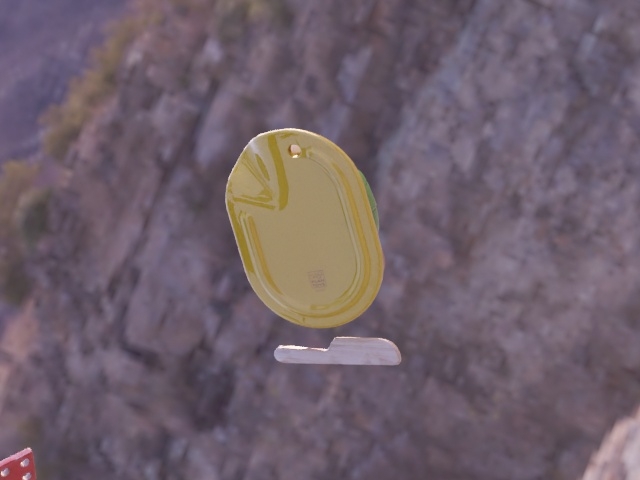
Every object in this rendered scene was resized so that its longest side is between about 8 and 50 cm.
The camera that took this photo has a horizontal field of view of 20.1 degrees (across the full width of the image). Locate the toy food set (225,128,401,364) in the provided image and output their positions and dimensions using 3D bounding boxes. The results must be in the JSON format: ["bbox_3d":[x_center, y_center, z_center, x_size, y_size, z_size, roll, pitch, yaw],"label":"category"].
[{"bbox_3d":[0.000,0.000,1.559,0.071,0.128,0.218,-45,-56,-63],"label":"toy food set"}]

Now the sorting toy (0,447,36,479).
[{"bbox_3d":[-0.402,0.326,1.935,0.046,0.274,0.132,41,142,38],"label":"sorting toy"}]
